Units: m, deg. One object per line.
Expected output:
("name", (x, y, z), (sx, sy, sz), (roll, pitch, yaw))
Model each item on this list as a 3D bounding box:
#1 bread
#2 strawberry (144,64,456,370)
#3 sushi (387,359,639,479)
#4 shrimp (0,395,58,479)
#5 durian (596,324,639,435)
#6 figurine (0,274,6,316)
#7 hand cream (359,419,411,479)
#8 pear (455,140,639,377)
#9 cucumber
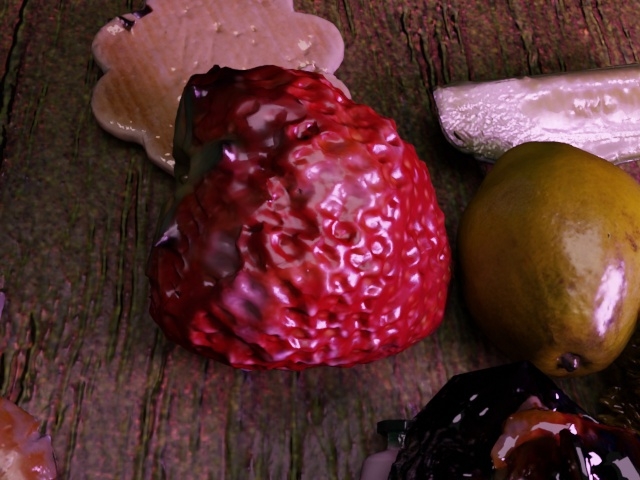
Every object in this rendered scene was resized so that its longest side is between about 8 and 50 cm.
("bread", (-0.115, -0.194, 0.971), (0.316, 0.054, 0.316), (4, 64, -8))
("strawberry", (-0.006, -0.006, 0.777), (0.310, 0.291, 0.291), (14, 63, 1))
("sushi", (0.182, 0.254, 0.681), (0.215, 0.212, 0.227), (55, 51, -10))
("shrimp", (-0.322, 0.275, 0.710), (0.154, 0.062, 0.294), (12, 62, -12))
("durian", (0.406, 0.182, 0.770), (0.258, 0.293, 0.258), (0, 92, -10))
("figurine", (-0.390, 0.061, 0.800), (0.146, 0.081, 0.098), (4, 21, -4))
("hand cream", (0.075, 0.337, 0.753), (0.121, 0.076, 0.336), (7, 67, -10))
("pear", (0.246, 0.017, 0.858), (0.212, 0.212, 0.269), (5, 55, -9))
("cucumber", (0.280, -0.152, 1.005), (0.326, 0.105, 0.145), (-7, 94, -14))
